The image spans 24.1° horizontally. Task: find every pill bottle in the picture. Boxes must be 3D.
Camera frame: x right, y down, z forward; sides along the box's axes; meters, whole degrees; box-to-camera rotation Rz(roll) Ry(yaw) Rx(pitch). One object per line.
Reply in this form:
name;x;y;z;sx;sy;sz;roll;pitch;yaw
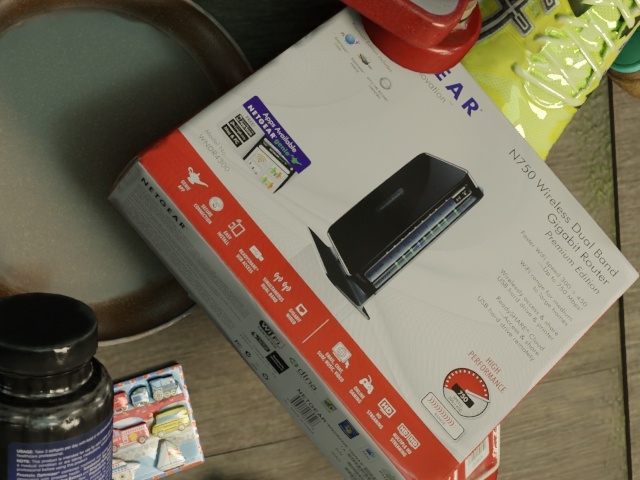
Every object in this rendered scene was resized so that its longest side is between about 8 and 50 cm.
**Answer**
pill bottle;-0.227;0.159;1.203;0.122;0.123;0.219;-4;117;-20

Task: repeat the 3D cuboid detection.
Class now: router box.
router box;0.050;-0.003;1.211;0.335;0.082;0.301;49;58;0

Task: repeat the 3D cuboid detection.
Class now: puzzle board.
puzzle board;-0.171;0.172;1.314;0.128;0.011;0.096;-17;104;-17

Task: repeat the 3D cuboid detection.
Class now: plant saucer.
plant saucer;-0.193;-0.067;1.245;0.310;0.050;0.311;-3;100;-21

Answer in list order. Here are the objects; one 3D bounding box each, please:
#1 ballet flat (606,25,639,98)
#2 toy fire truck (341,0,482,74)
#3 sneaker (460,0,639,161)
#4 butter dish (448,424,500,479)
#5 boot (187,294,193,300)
ballet flat;0.379;-0.281;1.400;0.124;0.116;0.342;23;91;-43
toy fire truck;0.063;-0.297;1.198;0.254;0.169;0.302;31;54;-6
sneaker;0.222;-0.215;1.322;0.145;0.147;0.385;23;93;-24
butter dish;0.090;0.164;1.361;0.160;0.118;0.160;-18;109;-60
boot;0.000;0.000;1.287;0.244;0.088;0.176;16;92;-46
